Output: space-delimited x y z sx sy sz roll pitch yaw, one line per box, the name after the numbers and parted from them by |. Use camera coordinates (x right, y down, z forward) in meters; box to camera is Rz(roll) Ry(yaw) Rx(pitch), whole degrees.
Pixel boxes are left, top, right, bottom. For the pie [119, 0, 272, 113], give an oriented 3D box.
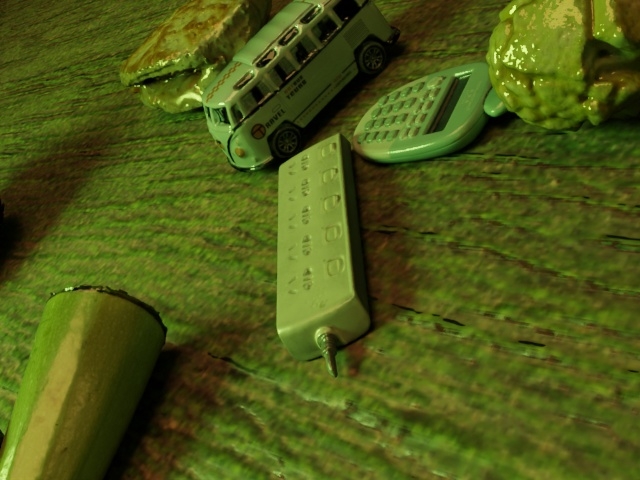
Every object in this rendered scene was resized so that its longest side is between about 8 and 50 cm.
-0.138 -0.224 0.956 0.205 0.084 0.179 -1 47 46 | pie

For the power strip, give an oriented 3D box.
0.000 0.000 0.602 0.060 0.027 0.253 -27 34 18 | power strip

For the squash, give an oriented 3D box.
-0.180 0.146 0.567 0.094 0.094 0.224 -12 49 35 | squash

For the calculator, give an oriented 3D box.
0.087 -0.098 0.641 0.153 0.021 0.095 -4 46 42 | calculator

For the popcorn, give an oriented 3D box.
0.168 -0.118 0.521 0.120 0.116 0.106 -17 58 -16 | popcorn

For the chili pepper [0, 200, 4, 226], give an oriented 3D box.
-0.510 -0.009 0.938 0.233 0.248 0.257 -40 24 56 | chili pepper

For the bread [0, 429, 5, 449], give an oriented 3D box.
-0.261 0.199 0.579 0.188 0.065 0.149 -49 36 16 | bread

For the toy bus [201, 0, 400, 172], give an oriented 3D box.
-0.026 -0.152 0.756 0.194 0.089 0.087 -46 33 -9 | toy bus
